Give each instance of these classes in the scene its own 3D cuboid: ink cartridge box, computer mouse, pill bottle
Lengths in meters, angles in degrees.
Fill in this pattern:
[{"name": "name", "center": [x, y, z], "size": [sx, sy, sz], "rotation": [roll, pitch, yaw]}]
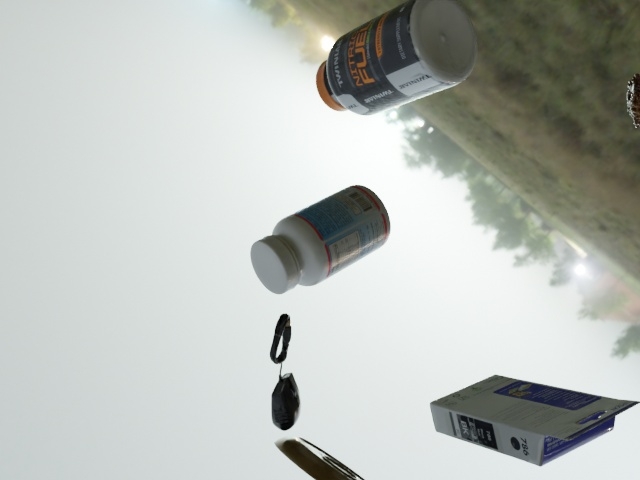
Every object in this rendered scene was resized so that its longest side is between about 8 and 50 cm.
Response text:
[{"name": "ink cartridge box", "center": [0.343, 0.292, 1.187], "size": [0.332, 0.165, 0.065], "rotation": [-7, 97, 64]}, {"name": "computer mouse", "center": [-0.052, 0.221, 1.182], "size": [0.041, 0.242, 0.071], "rotation": [14, -142, 19]}, {"name": "pill bottle", "center": [0.096, -0.258, 1.052], "size": [0.130, 0.131, 0.245], "rotation": [34, 155, -28]}, {"name": "pill bottle", "center": [0.000, 0.000, 0.847], "size": [0.160, 0.087, 0.087], "rotation": [-27, -120, -33]}]

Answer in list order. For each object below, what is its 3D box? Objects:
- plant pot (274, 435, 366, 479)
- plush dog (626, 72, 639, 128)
[{"name": "plant pot", "center": [0.026, 0.399, 1.234], "size": [0.236, 0.032, 0.236], "rotation": [33, 172, 5]}, {"name": "plush dog", "center": [0.538, -0.215, 0.951], "size": [0.225, 0.211, 0.262], "rotation": [7, 160, -20]}]
